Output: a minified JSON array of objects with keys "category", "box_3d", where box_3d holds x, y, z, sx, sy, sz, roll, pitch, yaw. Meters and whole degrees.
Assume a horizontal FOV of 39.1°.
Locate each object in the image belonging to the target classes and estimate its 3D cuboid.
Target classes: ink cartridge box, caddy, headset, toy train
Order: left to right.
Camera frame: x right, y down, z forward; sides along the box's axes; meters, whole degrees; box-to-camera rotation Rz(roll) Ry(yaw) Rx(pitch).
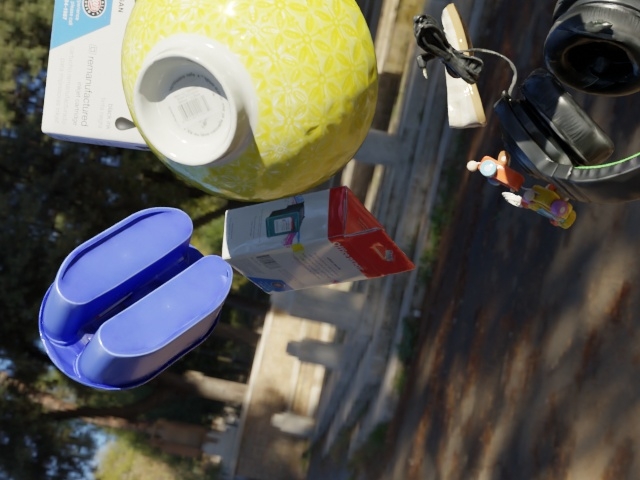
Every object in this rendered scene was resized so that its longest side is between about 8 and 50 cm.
[{"category":"caddy","box_3d":[-0.314,0.103,1.551,0.341,0.241,0.179,-35,-9,-34]},{"category":"ink cartridge box","box_3d":[-0.250,-0.294,1.542,0.166,0.395,0.285,-156,72,-82]},{"category":"ink cartridge box","box_3d":[0.000,0.000,1.215,0.134,0.231,0.078,44,-138,-53]},{"category":"toy train","box_3d":[0.253,-0.067,1.088,0.046,0.125,0.166,-61,-26,3]},{"category":"headset","box_3d":[0.263,-0.184,0.975,0.243,0.185,0.394,-58,33,-5]}]

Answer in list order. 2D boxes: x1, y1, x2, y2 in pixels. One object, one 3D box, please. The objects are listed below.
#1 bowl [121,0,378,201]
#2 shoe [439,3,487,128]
[{"category":"bowl","box_3d":[-0.101,-0.156,0.921,0.156,0.289,0.289,-46,-28,-55]},{"category":"shoe","box_3d":[0.217,-0.279,1.442,0.076,0.058,0.219,35,-136,-64]}]
